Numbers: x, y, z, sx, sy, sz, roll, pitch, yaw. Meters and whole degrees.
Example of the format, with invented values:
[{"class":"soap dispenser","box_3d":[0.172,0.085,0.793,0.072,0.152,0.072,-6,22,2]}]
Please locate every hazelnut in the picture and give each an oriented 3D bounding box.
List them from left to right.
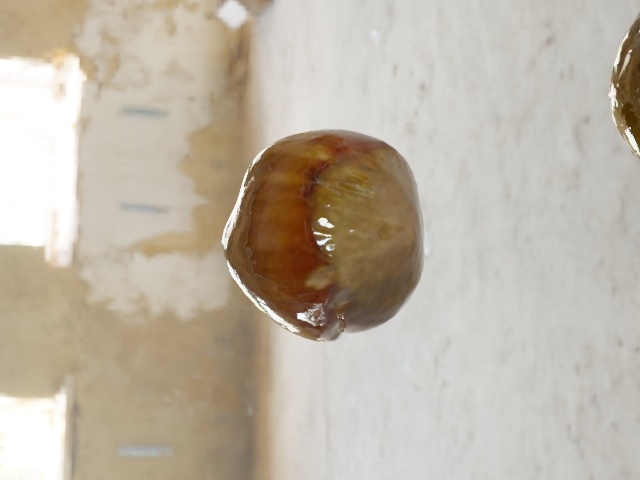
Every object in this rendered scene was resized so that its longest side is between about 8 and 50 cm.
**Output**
[{"class":"hazelnut","box_3d":[0.000,0.000,1.096,0.182,0.182,0.182,-177,90,-75]}]

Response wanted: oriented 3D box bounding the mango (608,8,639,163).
[{"class":"mango","box_3d":[0.322,-0.135,0.836,0.316,0.146,0.193,-28,36,38]}]
